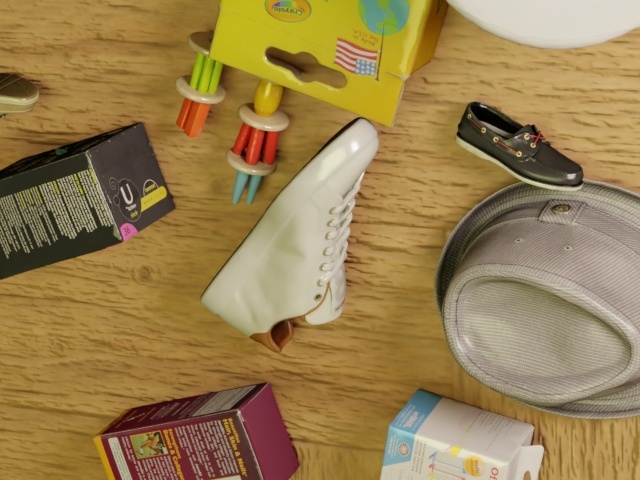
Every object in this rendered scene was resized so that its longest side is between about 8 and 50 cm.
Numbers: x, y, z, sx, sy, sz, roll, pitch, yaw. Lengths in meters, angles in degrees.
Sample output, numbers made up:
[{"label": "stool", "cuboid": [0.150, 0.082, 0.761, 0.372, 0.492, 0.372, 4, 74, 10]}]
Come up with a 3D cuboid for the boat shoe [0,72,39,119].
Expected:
[{"label": "boat shoe", "cuboid": [-0.358, -0.145, 1.853, 0.153, 0.056, 0.048, 6, 118, 25]}]

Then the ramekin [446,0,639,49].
[{"label": "ramekin", "cuboid": [0.195, -0.292, 1.456, 0.277, 0.135, 0.277, 0, 116, 0]}]

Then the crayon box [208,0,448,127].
[{"label": "crayon box", "cuboid": [0.029, -0.286, 1.614, 0.202, 0.081, 0.318, 23, 116, 14]}]

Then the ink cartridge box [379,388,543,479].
[{"label": "ink cartridge box", "cuboid": [0.142, 0.223, 1.751, 0.143, 0.090, 0.092, 16, 114, 18]}]

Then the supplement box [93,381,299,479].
[{"label": "supplement box", "cuboid": [-0.132, 0.225, 1.875, 0.188, 0.081, 0.104, -13, 103, 27]}]

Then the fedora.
[{"label": "fedora", "cuboid": [0.224, 0.071, 1.638, 0.275, 0.124, 0.243, 17, 115, 17]}]

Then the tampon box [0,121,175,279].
[{"label": "tampon box", "cuboid": [-0.254, -0.041, 1.806, 0.161, 0.120, 0.101, -15, 102, 27]}]

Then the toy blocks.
[{"label": "toy blocks", "cuboid": [-0.093, -0.117, 1.746, 0.123, 0.054, 0.148, 24, 117, 13]}]

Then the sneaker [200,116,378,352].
[{"label": "sneaker", "cuboid": [0.000, 0.000, 1.729, 0.123, 0.106, 0.290, 40, 131, 2]}]

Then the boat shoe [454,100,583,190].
[{"label": "boat shoe", "cuboid": [0.186, -0.086, 1.634, 0.133, 0.049, 0.042, 30, 123, 23]}]
